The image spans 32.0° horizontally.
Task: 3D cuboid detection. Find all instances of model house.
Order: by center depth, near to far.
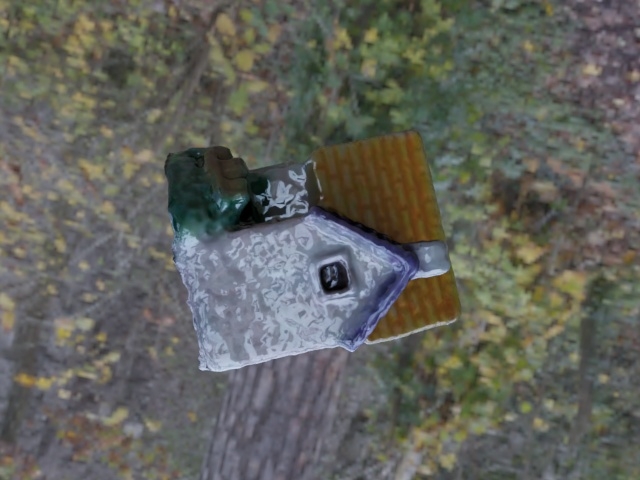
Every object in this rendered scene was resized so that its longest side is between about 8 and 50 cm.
[{"bbox_3d":[0.000,0.000,0.433,0.100,0.087,0.101,-10,180,4],"label":"model house"}]
